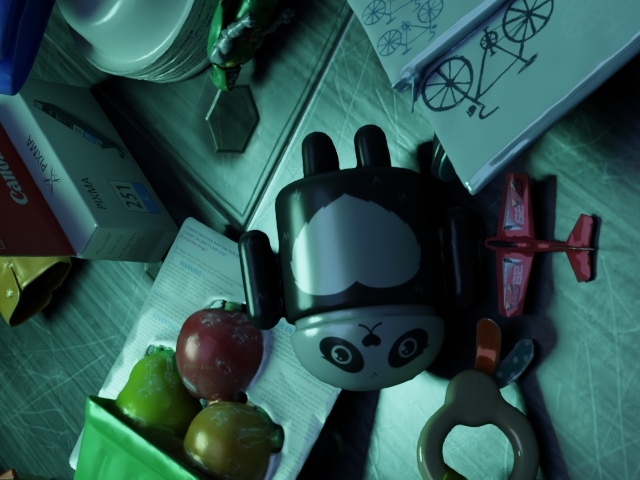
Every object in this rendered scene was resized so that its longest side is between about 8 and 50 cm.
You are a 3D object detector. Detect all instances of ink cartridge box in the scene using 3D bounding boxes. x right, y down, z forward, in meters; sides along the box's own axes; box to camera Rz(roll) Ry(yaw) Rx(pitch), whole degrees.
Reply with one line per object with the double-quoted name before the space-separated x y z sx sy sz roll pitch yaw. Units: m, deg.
"ink cartridge box" -0.357 -0.097 1.879 0.066 0.261 0.296 -54 54 28

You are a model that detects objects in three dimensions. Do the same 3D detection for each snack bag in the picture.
"snack bag" 0.191 -0.251 1.462 0.323 0.037 0.342 -41 51 23

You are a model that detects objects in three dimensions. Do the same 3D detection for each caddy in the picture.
"caddy" -0.443 -0.351 1.863 0.241 0.179 0.341 102 -178 -70

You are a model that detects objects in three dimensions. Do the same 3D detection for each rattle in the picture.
"rattle" 0.165 0.198 1.524 0.130 0.143 0.199 -2 67 12

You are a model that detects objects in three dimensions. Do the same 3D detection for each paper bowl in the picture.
"paper bowl" -0.233 -0.350 1.861 0.284 0.148 0.284 -5 83 42

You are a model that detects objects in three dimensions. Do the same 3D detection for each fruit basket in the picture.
"fruit basket" -0.124 0.190 1.741 0.327 0.165 0.353 28 87 36

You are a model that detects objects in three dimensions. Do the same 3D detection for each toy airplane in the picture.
"toy airplane" 0.221 0.003 1.484 0.151 0.028 0.151 -2 87 43

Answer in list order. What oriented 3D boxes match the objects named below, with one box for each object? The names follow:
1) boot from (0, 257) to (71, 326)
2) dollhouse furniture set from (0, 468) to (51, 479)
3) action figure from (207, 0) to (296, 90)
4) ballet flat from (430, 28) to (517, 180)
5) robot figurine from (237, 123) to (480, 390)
"boot" -0.482 0.041 2.098 0.295 0.104 0.211 -41 60 29
"dollhouse furniture set" -0.498 0.417 2.039 0.259 0.135 0.262 -35 64 27
"action figure" -0.078 -0.278 1.744 0.063 0.137 0.232 43 125 23
"ballet flat" 0.166 -0.158 1.522 0.074 0.074 0.203 46 111 35
"robot figurine" 0.041 0.021 1.553 0.209 0.174 0.278 -16 76 43
